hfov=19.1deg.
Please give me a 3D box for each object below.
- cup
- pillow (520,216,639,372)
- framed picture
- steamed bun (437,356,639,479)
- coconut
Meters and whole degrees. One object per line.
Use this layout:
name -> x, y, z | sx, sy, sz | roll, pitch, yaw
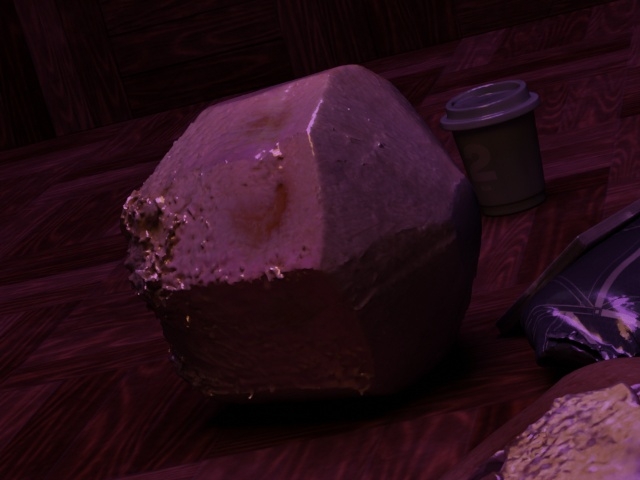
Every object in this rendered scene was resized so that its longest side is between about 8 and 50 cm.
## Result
cup -> 0.209, -0.106, 2.221 | 0.120, 0.141, 0.120 | -14, 17, 4
pillow -> 0.293, 0.035, 1.650 | 0.161, 0.092, 0.335 | -5, 18, 47
framed picture -> 0.262, 0.009, 1.790 | 0.203, 0.015, 0.150 | -28, -17, -44
steamed bun -> 0.163, 0.175, 1.010 | 0.252, 0.199, 0.301 | -25, 17, -32
coconut -> 0.000, 0.000, 1.717 | 0.310, 0.297, 0.297 | -13, 13, 36
